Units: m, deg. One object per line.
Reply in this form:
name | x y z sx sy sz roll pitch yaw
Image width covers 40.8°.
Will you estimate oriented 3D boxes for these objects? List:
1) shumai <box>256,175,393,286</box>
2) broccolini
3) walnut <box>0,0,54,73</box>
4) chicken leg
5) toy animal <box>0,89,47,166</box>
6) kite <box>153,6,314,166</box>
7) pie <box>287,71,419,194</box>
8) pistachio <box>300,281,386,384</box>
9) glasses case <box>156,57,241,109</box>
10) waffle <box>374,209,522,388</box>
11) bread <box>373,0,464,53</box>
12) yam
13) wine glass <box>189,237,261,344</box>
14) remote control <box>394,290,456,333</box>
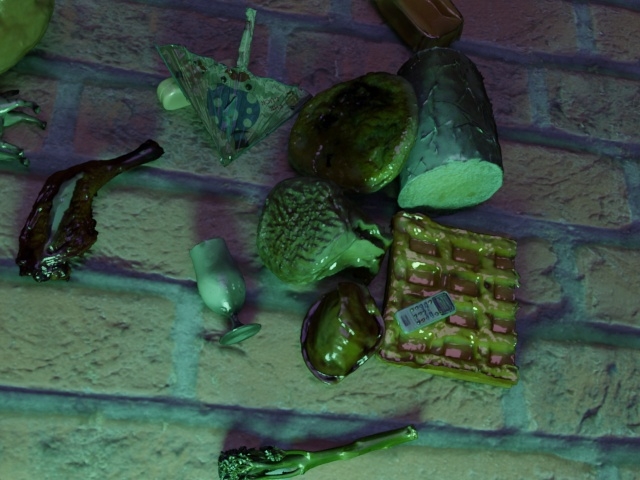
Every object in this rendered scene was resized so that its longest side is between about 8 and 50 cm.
shumai | 0.000 0.000 1.774 0.261 0.222 0.225 30 86 38
broccolini | 0.001 0.383 1.600 0.392 0.074 0.079 -11 73 -16
walnut | -0.733 -0.504 1.760 0.383 0.383 0.383 5 62 -10
chicken leg | -0.475 -0.086 1.730 0.158 0.096 0.407 34 59 1
toy animal | -0.668 -0.202 1.751 0.170 0.090 0.255 28 58 7
kite | -0.182 -0.341 1.894 0.406 0.014 0.368 13 81 -31
pie | 0.076 -0.240 1.850 0.323 0.070 0.323 -15 59 25
pistachio | 0.041 0.179 1.686 0.165 0.130 0.210 15 77 19
glasses case | -0.266 -0.347 1.913 0.196 0.083 0.050 -23 72 -21
waffle | 0.268 0.122 1.794 0.304 0.077 0.348 12 62 -5
bread | 0.236 -0.569 2.123 0.136 0.107 0.241 -31 73 -22
yam | 0.274 -0.236 1.902 0.241 0.241 0.348 4 60 -10
wine glass | -0.192 0.097 1.697 0.093 0.093 0.202 -15 67 -19
remote control | 0.210 0.144 1.722 0.124 0.018 0.053 -21 69 -16
